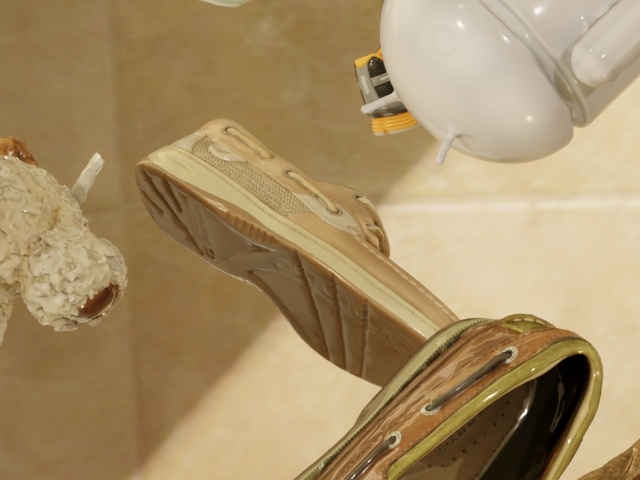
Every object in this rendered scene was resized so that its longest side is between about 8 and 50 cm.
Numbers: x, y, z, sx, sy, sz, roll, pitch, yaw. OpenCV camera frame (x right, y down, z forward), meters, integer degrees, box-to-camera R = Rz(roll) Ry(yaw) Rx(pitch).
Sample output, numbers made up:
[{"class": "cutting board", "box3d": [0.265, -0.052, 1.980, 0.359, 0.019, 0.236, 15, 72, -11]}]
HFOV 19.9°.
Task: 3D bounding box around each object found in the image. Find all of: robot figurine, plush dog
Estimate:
[{"class": "robot figurine", "box3d": [0.192, -0.204, 1.507, 0.353, 0.300, 0.200, -43, 115, -5]}, {"class": "plush dog", "box3d": [-0.314, -0.016, 1.480, 0.262, 0.225, 0.211, -22, 64, 34]}]

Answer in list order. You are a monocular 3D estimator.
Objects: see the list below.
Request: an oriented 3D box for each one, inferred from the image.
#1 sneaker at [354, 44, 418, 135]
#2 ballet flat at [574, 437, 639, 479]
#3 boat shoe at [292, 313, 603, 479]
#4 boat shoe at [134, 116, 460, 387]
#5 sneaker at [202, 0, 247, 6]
[{"class": "sneaker", "box3d": [0.109, -0.192, 1.821, 0.084, 0.215, 0.083, -10, 119, 43]}, {"class": "ballet flat", "box3d": [0.316, 0.273, 1.793, 0.124, 0.342, 0.116, 12, 126, 53]}, {"class": "boat shoe", "box3d": [0.030, 0.158, 0.916, 0.110, 0.104, 0.307, 40, 73, -18]}, {"class": "boat shoe", "box3d": [0.000, 0.000, 1.460, 0.341, 0.110, 0.122, 35, 149, 28]}, {"class": "sneaker", "box3d": [-0.094, -0.353, 2.009, 0.256, 0.151, 0.094, -47, 40, 50]}]
